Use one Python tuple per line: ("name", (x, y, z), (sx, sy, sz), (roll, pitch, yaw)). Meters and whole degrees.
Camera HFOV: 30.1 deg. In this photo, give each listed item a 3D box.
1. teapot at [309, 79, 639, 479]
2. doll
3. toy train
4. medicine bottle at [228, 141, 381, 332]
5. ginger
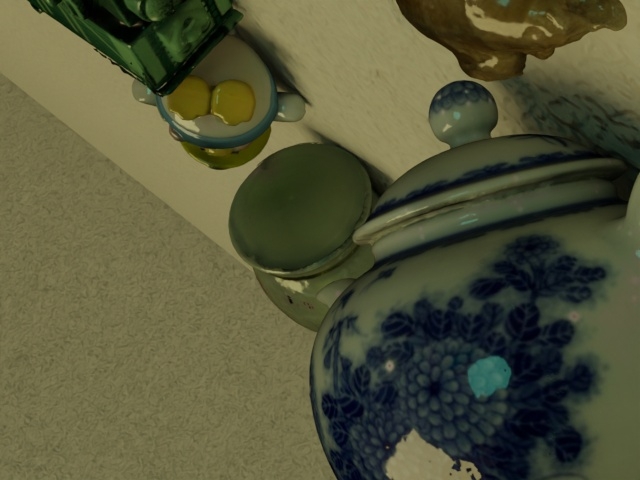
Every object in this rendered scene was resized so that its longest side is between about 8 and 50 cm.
("teapot", (0.113, 0.043, 0.671), (0.424, 0.252, 0.279), (-24, 79, 60))
("doll", (-0.090, -0.121, 1.081), (0.098, 0.135, 0.241), (64, 175, 6))
("toy train", (-0.197, -0.231, 0.944), (0.269, 0.115, 0.154), (36, 168, 26))
("medicine bottle", (0.000, 0.000, 1.135), (0.147, 0.147, 0.143), (34, 168, 36))
("ginger", (0.046, -0.133, 0.573), (0.133, 0.059, 0.214), (48, 168, -17))
